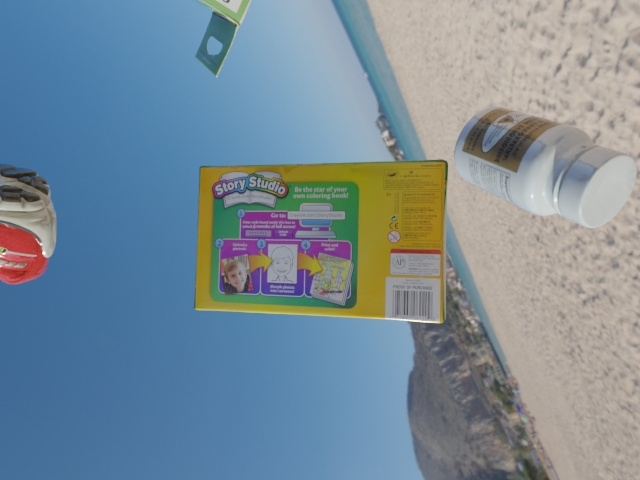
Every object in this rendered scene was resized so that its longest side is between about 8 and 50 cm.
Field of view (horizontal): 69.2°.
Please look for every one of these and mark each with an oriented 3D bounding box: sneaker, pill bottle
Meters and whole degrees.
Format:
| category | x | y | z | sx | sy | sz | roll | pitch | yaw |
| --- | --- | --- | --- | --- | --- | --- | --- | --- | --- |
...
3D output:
| category | x | y | z | sx | sy | sz | roll | pitch | yaw |
| --- | --- | --- | --- | --- | --- | --- | --- | --- | --- |
| sneaker | -0.379 | -0.008 | 0.396 | 0.107 | 0.279 | 0.118 | -99 | 17 | -67 |
| pill bottle | 0.319 | -0.110 | 0.681 | 0.131 | 0.131 | 0.229 | 55 | 174 | -37 |

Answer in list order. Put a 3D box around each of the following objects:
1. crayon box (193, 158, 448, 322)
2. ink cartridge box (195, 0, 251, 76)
| category | x | y | z | sx | sy | sz | roll | pitch | yaw |
| --- | --- | --- | --- | --- | --- | --- | --- | --- | --- |
| crayon box | 0.000 | 0.000 | 0.526 | 0.081 | 0.278 | 0.165 | 12 | -101 | -76 |
| ink cartridge box | -0.100 | -0.285 | 0.464 | 0.062 | 0.209 | 0.109 | 16 | -159 | -37 |
